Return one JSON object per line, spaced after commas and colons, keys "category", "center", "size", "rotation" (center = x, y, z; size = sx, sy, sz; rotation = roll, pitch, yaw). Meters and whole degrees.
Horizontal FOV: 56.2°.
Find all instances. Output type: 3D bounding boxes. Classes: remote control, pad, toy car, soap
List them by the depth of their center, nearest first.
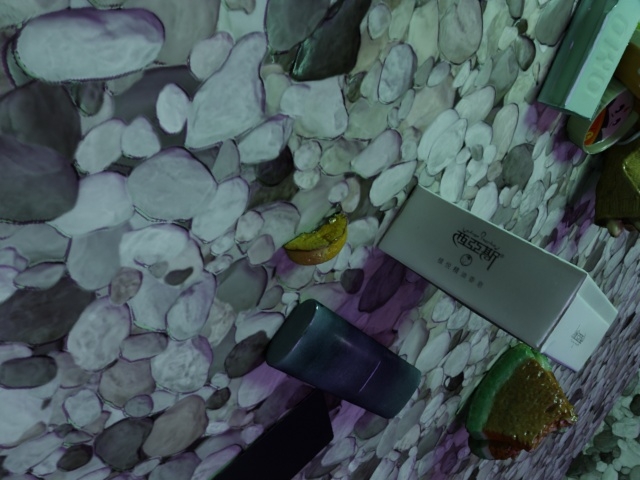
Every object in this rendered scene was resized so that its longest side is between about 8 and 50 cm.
{"category": "pad", "center": [-0.084, 0.348, 0.916], "size": [0.265, 0.009, 0.159], "rotation": [-36, 136, -26]}
{"category": "remote control", "center": [0.053, 0.196, 0.924], "size": [0.107, 0.044, 0.377], "rotation": [-51, 141, 0]}
{"category": "soap", "center": [0.438, -0.302, 0.968], "size": [0.114, 0.063, 0.198], "rotation": [3, 113, -45]}
{"category": "toy car", "center": [0.548, -0.248, 1.087], "size": [0.235, 0.145, 0.235], "rotation": [-21, 145, -16]}

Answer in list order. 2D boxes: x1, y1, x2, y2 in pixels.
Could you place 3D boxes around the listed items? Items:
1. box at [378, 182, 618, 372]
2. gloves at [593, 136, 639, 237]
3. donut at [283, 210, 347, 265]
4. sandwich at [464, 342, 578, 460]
{"category": "box", "center": [0.248, 0.053, 0.846], "size": [0.203, 0.274, 0.116], "rotation": [30, 94, -51]}
{"category": "gloves", "center": [0.663, -0.153, 1.232], "size": [0.356, 0.155, 0.203], "rotation": [-62, 151, -19]}
{"category": "donut", "center": [0.000, 0.000, 0.748], "size": [0.083, 0.067, 0.038], "rotation": [-63, 148, -48]}
{"category": "sandwich", "center": [0.439, 0.371, 1.335], "size": [0.292, 0.212, 0.109], "rotation": [-41, 126, 2]}
